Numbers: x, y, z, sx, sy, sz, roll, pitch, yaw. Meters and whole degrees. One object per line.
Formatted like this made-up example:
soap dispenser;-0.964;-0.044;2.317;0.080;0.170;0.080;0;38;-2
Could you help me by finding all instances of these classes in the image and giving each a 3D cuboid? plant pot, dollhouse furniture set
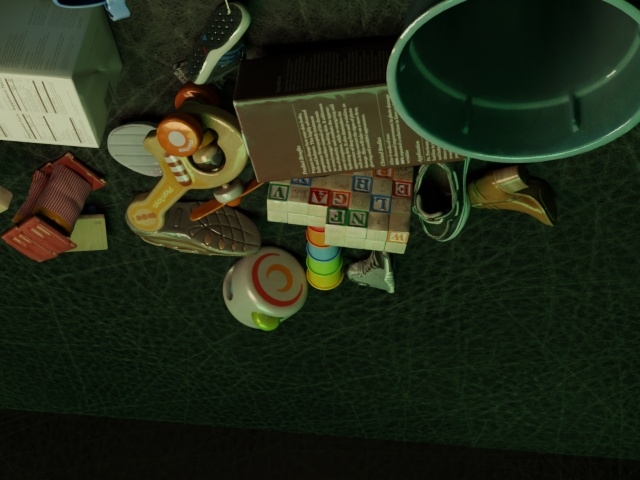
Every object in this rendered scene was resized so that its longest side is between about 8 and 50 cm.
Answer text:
plant pot;0.268;-0.338;1.162;0.341;0.334;0.341;5;151;3
dollhouse furniture set;-0.678;-0.137;1.871;0.152;0.201;0.374;-19;135;38

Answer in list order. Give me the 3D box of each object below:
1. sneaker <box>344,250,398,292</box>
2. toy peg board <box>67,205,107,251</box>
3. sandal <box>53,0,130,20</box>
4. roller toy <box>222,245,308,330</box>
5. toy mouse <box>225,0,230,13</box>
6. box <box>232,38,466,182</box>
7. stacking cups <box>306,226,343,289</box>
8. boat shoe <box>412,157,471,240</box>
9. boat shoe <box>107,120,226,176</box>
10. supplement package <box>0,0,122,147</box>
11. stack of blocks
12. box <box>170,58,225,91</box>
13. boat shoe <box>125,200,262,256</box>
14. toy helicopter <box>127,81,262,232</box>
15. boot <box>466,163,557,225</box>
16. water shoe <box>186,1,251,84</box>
sneaker;0.121;0.066;2.153;0.132;0.086;0.228;4;151;10
toy peg board;-0.615;-0.044;2.149;0.161;0.079;0.161;-4;153;-13
sandal;-0.387;-0.420;1.344;0.317;0.138;0.126;9;152;17
roller toy;-0.141;0.120;2.199;0.191;0.209;0.146;53;140;0
toy mouse;-0.189;-0.448;1.373;0.143;0.031;0.161;17;147;-11
box;0.056;-0.229;1.523;0.382;0.143;0.191;-6;135;7
stacking cups;0.000;0.000;2.065;0.096;0.096;0.316;3;147;7
boat shoe;0.235;-0.094;1.784;0.121;0.119;0.335;26;150;22
boat shoe;-0.283;-0.187;1.782;0.302;0.094;0.109;8;109;10
supplement package;-0.515;-0.306;1.521;0.263;0.199;0.198;5;151;4
stack of blocks;0.040;-0.082;1.823;0.297;0.171;0.087;7;150;1
box;-0.231;-0.309;1.638;0.067;0.018;0.083;-12;145;30
boat shoe;-0.298;-0.026;2.064;0.324;0.123;0.116;15;157;-1
toy helicopter;-0.256;-0.121;1.700;0.235;0.140;0.355;35;129;-17
boot;0.401;-0.085;1.843;0.152;0.073;0.197;-17;132;41
water shoe;-0.164;-0.349;1.526;0.080;0.073;0.203;-7;161;-39
